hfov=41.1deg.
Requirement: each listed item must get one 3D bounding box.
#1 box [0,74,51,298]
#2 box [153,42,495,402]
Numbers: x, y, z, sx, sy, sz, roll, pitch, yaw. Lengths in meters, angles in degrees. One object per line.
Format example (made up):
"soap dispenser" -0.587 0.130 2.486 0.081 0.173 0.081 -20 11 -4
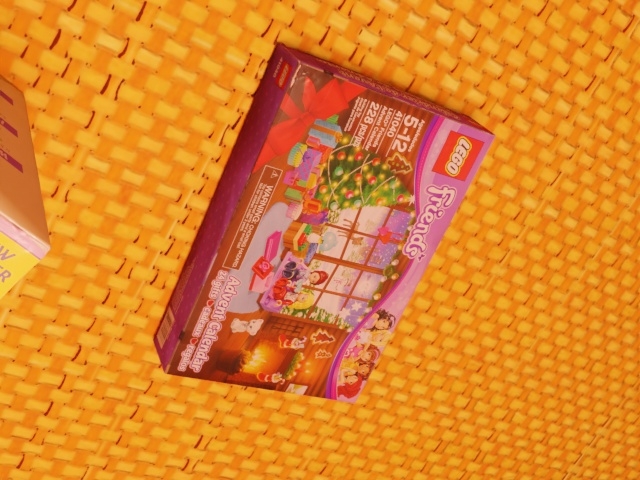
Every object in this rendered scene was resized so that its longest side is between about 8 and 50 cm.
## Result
"box" -0.281 -0.072 0.478 0.117 0.243 0.213 -43 126 4
"box" 0.000 0.000 0.748 0.200 0.057 0.293 14 112 -29
